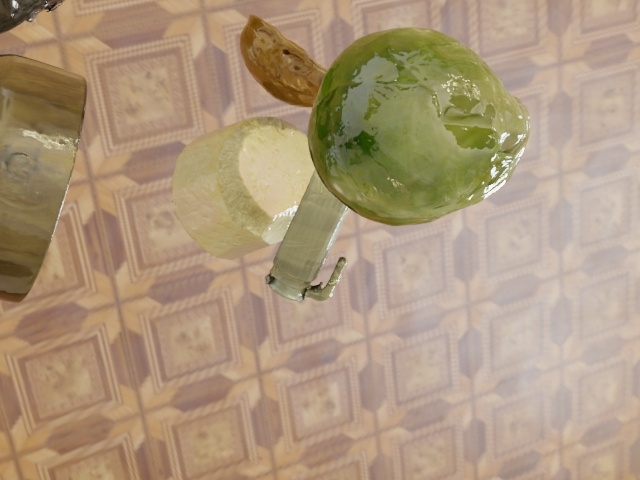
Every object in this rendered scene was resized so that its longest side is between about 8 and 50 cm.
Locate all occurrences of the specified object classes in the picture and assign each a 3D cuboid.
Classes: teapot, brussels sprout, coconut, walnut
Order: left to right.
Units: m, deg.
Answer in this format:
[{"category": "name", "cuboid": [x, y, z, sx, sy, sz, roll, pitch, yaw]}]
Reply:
[{"category": "coconut", "cuboid": [-0.142, -0.094, 1.783, 0.239, 0.244, 0.239, 12, 71, -37]}, {"category": "walnut", "cuboid": [-0.064, -0.286, 1.693, 0.211, 0.167, 0.087, 39, 90, 4]}, {"category": "teapot", "cuboid": [0.000, 0.000, 1.510, 0.107, 0.077, 0.200, 27, 111, 3]}, {"category": "brussels sprout", "cuboid": [0.107, -0.126, 1.132, 0.244, 0.244, 0.244, -10, 114, -23]}]

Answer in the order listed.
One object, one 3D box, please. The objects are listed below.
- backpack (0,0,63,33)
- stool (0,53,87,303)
[{"category": "backpack", "cuboid": [-0.608, -0.480, 1.677, 0.445, 0.255, 0.363, -34, 144, 7]}, {"category": "stool", "cuboid": [-0.318, -0.072, 0.695, 0.264, 0.179, 0.179, 16, 103, -22]}]
